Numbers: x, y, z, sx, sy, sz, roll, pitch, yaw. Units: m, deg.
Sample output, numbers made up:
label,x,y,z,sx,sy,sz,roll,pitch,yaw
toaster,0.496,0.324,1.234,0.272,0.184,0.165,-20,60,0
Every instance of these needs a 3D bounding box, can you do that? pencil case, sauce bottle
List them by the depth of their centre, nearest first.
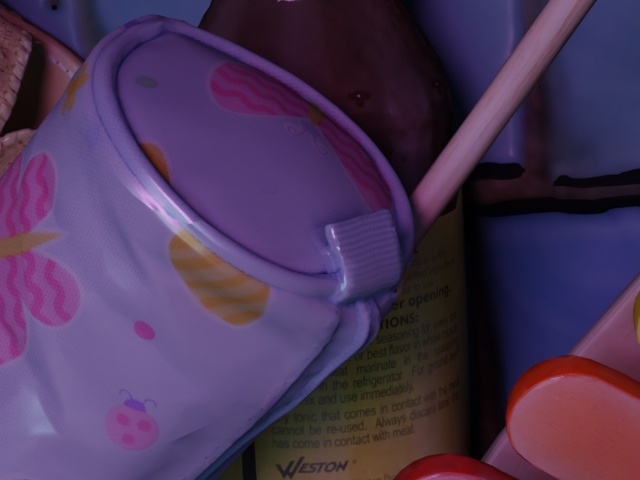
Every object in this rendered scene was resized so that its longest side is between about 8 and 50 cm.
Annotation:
label,x,y,z,sx,sy,sz,roll,pitch,yaw
pencil case,-0.085,0.060,0.576,0.273,0.113,0.124,-53,52,29
sauce bottle,0.000,0.000,0.645,0.111,0.111,0.344,6,105,29

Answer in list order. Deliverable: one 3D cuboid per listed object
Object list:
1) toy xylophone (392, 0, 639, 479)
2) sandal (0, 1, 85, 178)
label,x,y,z,sx,sy,sz,roll,pitch,yaw
toy xylophone,0.135,0.032,0.545,0.236,0.081,0.323,21,121,-11
sandal,-0.165,-0.074,0.739,0.088,0.079,0.240,-40,81,31
